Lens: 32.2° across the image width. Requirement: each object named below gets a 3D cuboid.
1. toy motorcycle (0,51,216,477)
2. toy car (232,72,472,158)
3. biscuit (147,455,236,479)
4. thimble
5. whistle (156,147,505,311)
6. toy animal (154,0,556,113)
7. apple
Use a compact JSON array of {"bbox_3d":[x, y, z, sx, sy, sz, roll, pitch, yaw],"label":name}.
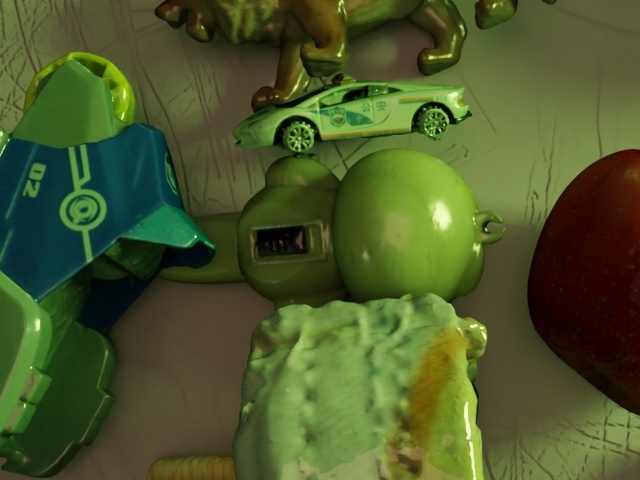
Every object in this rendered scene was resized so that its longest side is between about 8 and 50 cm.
[{"bbox_3d":[-0.200,0.023,0.849,0.200,0.191,0.326,27,82,14],"label":"toy motorcycle"},{"bbox_3d":[0.023,-0.100,0.860,0.186,0.093,0.058,-7,102,-8],"label":"toy car"},{"bbox_3d":[-0.083,0.289,0.837,0.030,0.160,0.250,2,79,-34],"label":"biscuit"},{"bbox_3d":[0.038,0.181,0.768,0.167,0.254,0.288,-4,101,4],"label":"thimble"},{"bbox_3d":[0.007,0.000,0.886,0.294,0.141,0.141,-4,81,35],"label":"whistle"},{"bbox_3d":[0.019,-0.205,0.914,0.312,0.097,0.157,-16,75,1],"label":"toy animal"},{"bbox_3d":[0.242,0.030,0.817,0.181,0.181,0.168,39,88,9],"label":"apple"}]
